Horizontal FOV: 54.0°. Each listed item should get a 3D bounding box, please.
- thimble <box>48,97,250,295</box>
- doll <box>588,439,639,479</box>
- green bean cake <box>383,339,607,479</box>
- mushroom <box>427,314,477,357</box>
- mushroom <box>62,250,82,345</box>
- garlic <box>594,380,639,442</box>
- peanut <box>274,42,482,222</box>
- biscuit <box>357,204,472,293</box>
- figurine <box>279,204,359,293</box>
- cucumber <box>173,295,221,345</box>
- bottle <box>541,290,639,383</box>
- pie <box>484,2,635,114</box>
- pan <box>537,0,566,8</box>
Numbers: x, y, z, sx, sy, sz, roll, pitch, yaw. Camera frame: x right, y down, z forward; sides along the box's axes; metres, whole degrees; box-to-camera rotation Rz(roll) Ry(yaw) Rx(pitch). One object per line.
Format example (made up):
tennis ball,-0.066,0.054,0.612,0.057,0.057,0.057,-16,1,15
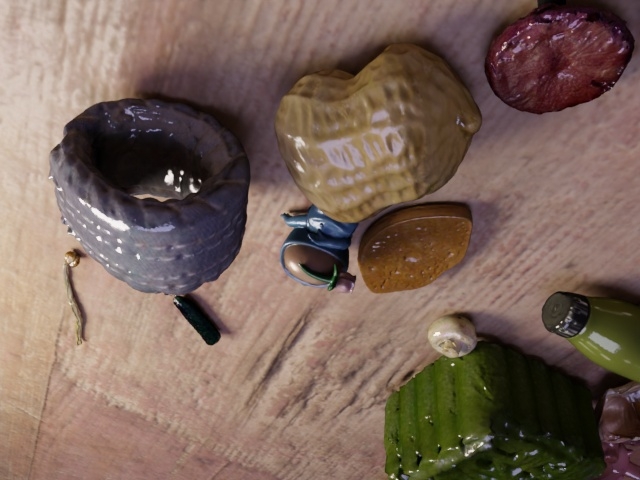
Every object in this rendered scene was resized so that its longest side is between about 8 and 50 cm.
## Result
thimble,-0.207,-0.051,0.781,0.237,0.205,0.172,14,138,-3
doll,0.557,0.451,1.304,0.211,0.093,0.262,25,138,-9
green bean cake,0.314,0.364,1.155,0.319,0.218,0.335,25,136,-19
mushroom,0.222,0.165,1.059,0.084,0.067,0.083,12,138,11
mushroom,-0.442,0.109,1.124,0.026,0.028,0.286,-22,151,-33
garlic,0.580,0.314,1.146,0.175,0.099,0.124,-20,152,10
peanut,0.067,-0.122,0.733,0.233,0.110,0.196,-16,120,22
biscuit,0.134,0.013,0.935,0.142,0.028,0.220,24,135,-20
figurine,0.004,0.003,0.867,0.114,0.144,0.178,17,125,-15
cucumber,-0.221,0.138,1.115,0.032,0.032,0.133,-12,133,20
bottle,0.466,0.150,0.978,0.260,0.112,0.112,23,135,-16
pie,0.255,-0.193,0.679,0.155,0.036,0.154,3,148,2
pan,0.213,-0.290,0.597,0.136,0.028,0.235,-10,145,17
